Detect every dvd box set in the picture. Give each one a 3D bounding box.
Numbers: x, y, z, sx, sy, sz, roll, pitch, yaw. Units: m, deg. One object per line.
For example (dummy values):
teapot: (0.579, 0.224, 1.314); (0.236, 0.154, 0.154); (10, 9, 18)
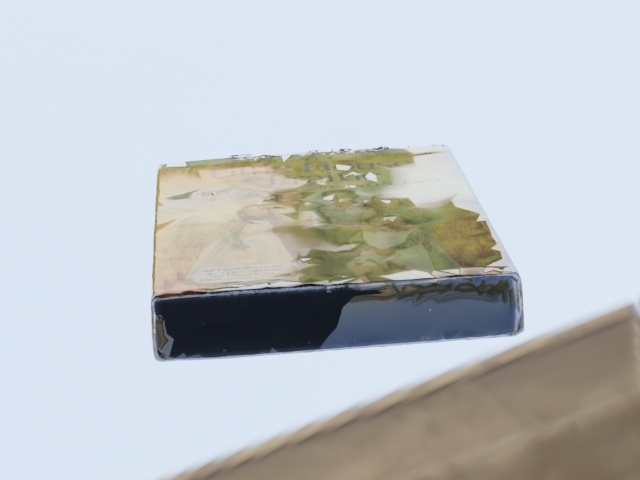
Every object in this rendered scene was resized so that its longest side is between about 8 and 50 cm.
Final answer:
dvd box set: (0.000, 0.000, 1.692); (0.307, 0.062, 0.420); (-3, -162, -3)
